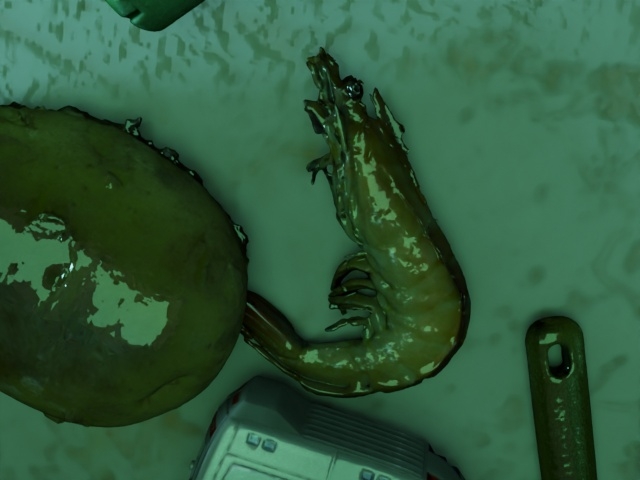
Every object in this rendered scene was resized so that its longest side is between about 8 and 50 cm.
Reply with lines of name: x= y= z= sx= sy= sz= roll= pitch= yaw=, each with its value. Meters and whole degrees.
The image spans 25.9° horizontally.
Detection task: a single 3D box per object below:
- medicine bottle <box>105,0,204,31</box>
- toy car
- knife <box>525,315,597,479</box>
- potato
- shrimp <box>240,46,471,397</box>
medicine bottle: x=0.003 y=-0.209 z=0.605 sx=0.274 sy=0.133 sz=0.133 roll=-34 pitch=98 yaw=9
toy car: x=0.031 y=0.151 z=0.707 sx=0.209 sy=0.089 sz=0.108 roll=20 pitch=100 yaw=2
knife: x=0.153 y=0.205 z=0.741 sx=0.061 sy=0.027 sz=0.343 roll=-7 pitch=102 yaw=1
potato: x=-0.135 y=0.015 z=0.683 sx=0.200 sy=0.081 sz=0.164 roll=24 pitch=107 yaw=2
shrimp: x=0.000 y=-0.001 z=0.705 sx=0.124 sy=0.034 sz=0.178 roll=-22 pitch=105 yaw=15
